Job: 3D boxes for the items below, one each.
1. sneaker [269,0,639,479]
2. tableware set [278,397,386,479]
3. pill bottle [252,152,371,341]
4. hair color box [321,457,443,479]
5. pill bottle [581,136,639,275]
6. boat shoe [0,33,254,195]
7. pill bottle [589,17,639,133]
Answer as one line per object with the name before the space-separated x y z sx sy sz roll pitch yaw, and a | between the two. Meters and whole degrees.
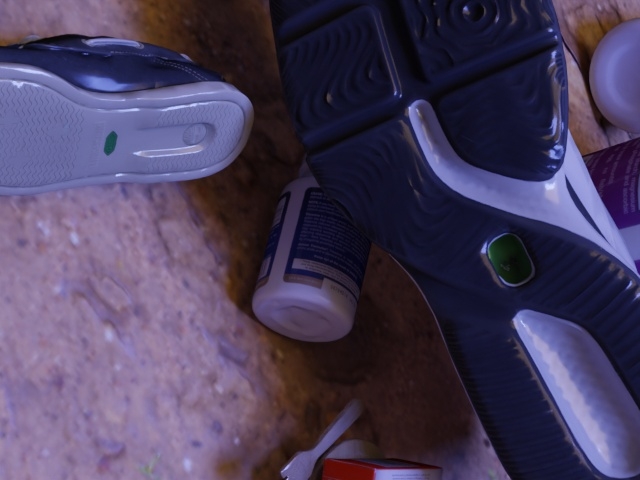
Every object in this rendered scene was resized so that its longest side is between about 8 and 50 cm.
sneaker | 0.099 -0.031 0.909 0.257 0.169 0.447 21 45 -85
tableware set | -0.024 0.194 0.829 0.194 0.039 0.128 -41 122 -38
pill bottle | 0.000 0.000 0.896 0.067 0.067 0.120 35 55 -33
hair color box | 0.030 0.204 0.828 0.072 0.043 0.141 11 84 -49
pill bottle | 0.306 -0.011 1.038 0.169 0.301 0.169 16 66 -42
boat shoe | -0.152 -0.078 0.777 0.233 0.084 0.079 -2 41 -39
pill bottle | 0.334 -0.154 1.258 0.184 0.103 0.103 -12 86 -47
